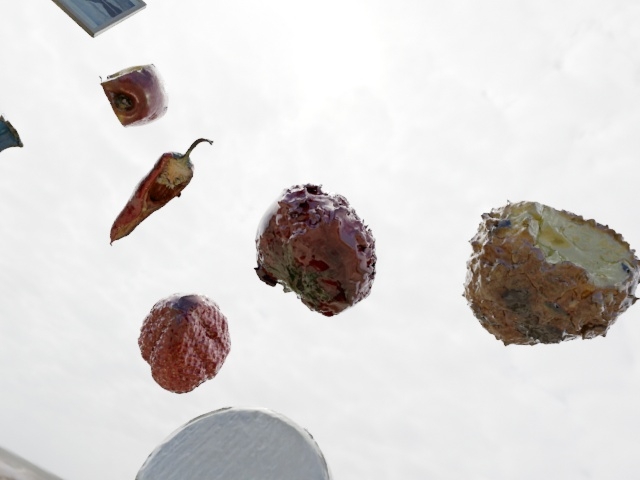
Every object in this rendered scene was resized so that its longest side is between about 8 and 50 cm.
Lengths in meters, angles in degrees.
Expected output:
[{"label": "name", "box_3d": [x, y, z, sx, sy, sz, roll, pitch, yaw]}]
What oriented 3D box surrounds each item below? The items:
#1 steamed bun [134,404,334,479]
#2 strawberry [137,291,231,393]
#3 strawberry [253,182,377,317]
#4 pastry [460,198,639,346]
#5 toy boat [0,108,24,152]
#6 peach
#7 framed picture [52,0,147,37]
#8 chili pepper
[{"label": "steamed bun", "box_3d": [-0.156, 0.501, 1.028, 0.374, 0.374, 0.242, 19, -50, 18]}, {"label": "strawberry", "box_3d": [-0.343, 0.243, 1.449, 0.250, 0.238, 0.289, 43, -39, 34]}, {"label": "strawberry", "box_3d": [0.000, 0.000, 1.132, 0.274, 0.220, 0.274, 22, -42, 22]}, {"label": "pastry", "box_3d": [0.520, 0.099, 1.336, 0.404, 0.293, 0.337, 20, -43, -7]}, {"label": "toy boat", "box_3d": [-0.446, -0.143, 0.728, 0.077, 0.075, 0.185, 56, -11, 2]}, {"label": "peach", "box_3d": [-0.494, -0.395, 1.537, 0.267, 0.158, 0.154, -133, -153, -65]}, {"label": "framed picture", "box_3d": [-0.456, -0.490, 1.074, 0.203, 0.150, 0.015, 43, -37, -5]}, {"label": "chili pepper", "box_3d": [-0.250, -0.077, 0.859, 0.059, 0.051, 0.268, 31, -54, -29]}]
